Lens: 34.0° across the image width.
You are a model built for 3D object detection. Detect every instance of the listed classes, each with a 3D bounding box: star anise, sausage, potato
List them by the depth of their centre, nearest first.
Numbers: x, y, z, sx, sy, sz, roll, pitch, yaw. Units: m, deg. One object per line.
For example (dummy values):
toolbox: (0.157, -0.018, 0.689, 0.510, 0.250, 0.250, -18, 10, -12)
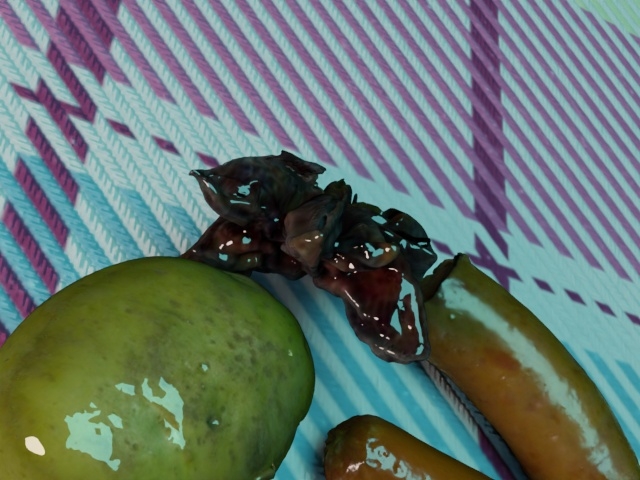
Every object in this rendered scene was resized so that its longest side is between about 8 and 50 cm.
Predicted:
potato: (-0.115, 0.109, 0.708, 0.197, 0.148, 0.228, 30, 48, 1)
star anise: (-0.004, -0.002, 0.830, 0.212, 0.129, 0.283, 17, 14, 0)
sausage: (0.088, 0.205, 0.835, 0.197, 0.076, 0.076, 31, 51, -13)
sausage: (0.178, 0.133, 0.921, 0.270, 0.109, 0.109, 50, 49, 2)
